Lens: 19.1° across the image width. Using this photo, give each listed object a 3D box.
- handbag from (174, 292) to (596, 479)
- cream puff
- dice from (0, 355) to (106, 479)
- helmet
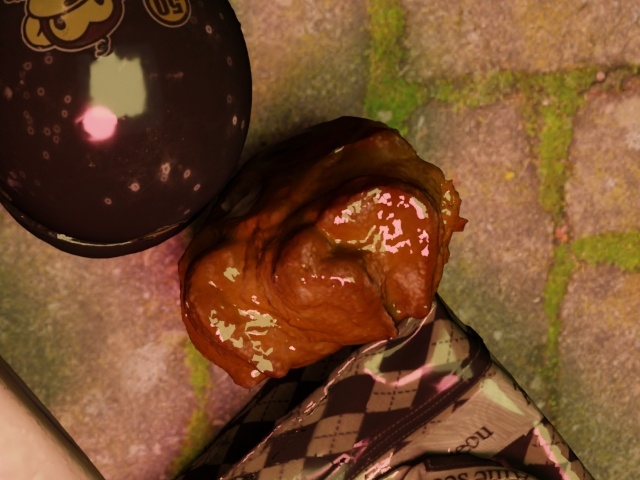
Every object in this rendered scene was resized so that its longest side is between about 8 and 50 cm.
[{"bbox_3d":[0.088,0.271,1.583,0.317,0.180,0.416,-40,101,-3],"label":"handbag"},{"bbox_3d":[0.000,0.000,1.448,0.241,0.269,0.155,-26,100,22],"label":"cream puff"},{"bbox_3d":[-0.333,0.164,1.326,0.277,0.304,0.304,-42,116,-5],"label":"dice"},{"bbox_3d":[-0.149,-0.097,1.402,0.231,0.160,0.278,-23,113,-16],"label":"helmet"}]
